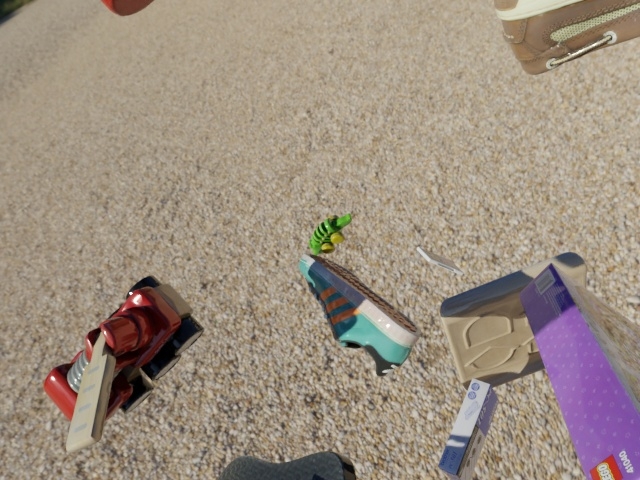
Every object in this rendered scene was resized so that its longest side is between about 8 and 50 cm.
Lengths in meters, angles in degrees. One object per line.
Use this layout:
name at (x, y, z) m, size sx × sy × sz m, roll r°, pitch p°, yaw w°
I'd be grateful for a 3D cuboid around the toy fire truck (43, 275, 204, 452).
toy fire truck at (-0.292, 0.185, 0.667) m, size 0.217 × 0.158 × 0.246 m, roll -48°, pitch -9°, yaw 16°

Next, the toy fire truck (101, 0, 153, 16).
toy fire truck at (-0.202, -0.430, 0.563) m, size 0.254 × 0.169 × 0.302 m, roll -45°, pitch 5°, yaw -21°

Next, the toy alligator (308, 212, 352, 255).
toy alligator at (0.000, 0.000, 1.041) m, size 0.190 × 0.051 × 0.056 m, roll -48°, pitch 43°, yaw 44°

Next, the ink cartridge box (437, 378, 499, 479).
ink cartridge box at (0.330, 0.423, 1.090) m, size 0.046 × 0.097 × 0.207 m, roll 10°, pitch 59°, yaw 40°

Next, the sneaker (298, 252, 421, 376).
sneaker at (0.046, 0.136, 0.953) m, size 0.302 × 0.108 × 0.121 m, roll 39°, pitch 104°, yaw 36°

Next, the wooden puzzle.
wooden puzzle at (0.455, 0.195, 1.164) m, size 0.322 × 0.348 × 0.080 m, roll -23°, pitch 38°, yaw 5°

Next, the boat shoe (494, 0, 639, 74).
boat shoe at (0.255, -0.181, 0.328) m, size 0.257 × 0.095 × 0.095 m, roll -8°, pitch 37°, yaw 32°

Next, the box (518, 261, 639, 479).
box at (0.287, 0.151, 0.421) m, size 0.057 × 0.201 × 0.293 m, roll -53°, pitch 2°, yaw 24°

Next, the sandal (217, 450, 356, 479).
sandal at (-0.083, 0.566, 1.084) m, size 0.445 × 0.107 × 0.168 m, roll -24°, pitch 42°, yaw 39°

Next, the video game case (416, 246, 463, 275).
video game case at (0.343, 0.058, 1.418) m, size 0.011 × 0.122 × 0.087 m, roll -62°, pitch 21°, yaw 15°
